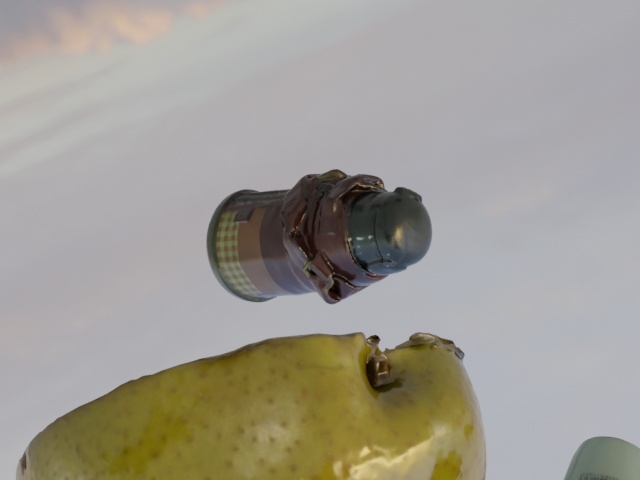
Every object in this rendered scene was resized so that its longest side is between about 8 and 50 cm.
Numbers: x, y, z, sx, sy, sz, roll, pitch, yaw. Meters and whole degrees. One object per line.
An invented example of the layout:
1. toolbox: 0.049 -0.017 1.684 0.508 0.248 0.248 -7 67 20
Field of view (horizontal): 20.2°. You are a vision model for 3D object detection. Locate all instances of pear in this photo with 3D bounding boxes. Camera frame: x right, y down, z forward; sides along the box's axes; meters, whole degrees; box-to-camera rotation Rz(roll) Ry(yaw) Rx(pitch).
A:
1. pear: -0.046 0.230 1.306 0.340 0.191 0.386 8 145 -34

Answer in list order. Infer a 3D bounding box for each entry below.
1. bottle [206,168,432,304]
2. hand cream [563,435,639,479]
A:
1. bottle: 0.000 0.000 1.990 0.271 0.156 0.143 -6 159 44
2. hand cream: 0.227 0.300 1.561 0.109 0.067 0.321 15 -135 10
